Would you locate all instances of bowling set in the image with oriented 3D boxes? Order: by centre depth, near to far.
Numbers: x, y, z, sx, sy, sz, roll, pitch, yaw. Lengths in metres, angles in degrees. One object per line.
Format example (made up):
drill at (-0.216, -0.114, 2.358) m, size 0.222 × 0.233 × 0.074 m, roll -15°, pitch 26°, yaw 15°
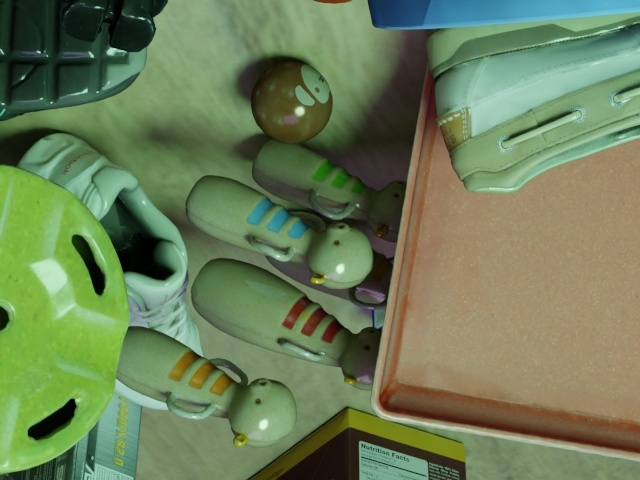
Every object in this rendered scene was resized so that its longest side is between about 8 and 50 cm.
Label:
bowling set at (0.000, 0.000, 1.168) m, size 0.154 × 0.287 × 0.200 m, roll 23°, pitch 122°, yaw 17°

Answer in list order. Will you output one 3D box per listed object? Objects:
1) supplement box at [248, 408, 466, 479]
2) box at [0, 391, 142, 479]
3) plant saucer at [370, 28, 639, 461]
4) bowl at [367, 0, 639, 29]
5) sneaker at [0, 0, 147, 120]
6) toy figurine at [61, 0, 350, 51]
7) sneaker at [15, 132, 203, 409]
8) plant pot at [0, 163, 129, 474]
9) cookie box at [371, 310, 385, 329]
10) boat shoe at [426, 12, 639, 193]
supplement box at (0.027, 0.286, 1.598) m, size 0.129 × 0.194 × 0.191 m, roll 20°, pitch 141°, yaw -26°
box at (-0.209, 0.149, 1.366) m, size 0.056 × 0.231 × 0.183 m, roll 26°, pitch 138°, yaw -31°
plant saucer at (0.168, 0.007, 1.176) m, size 0.259 × 0.258 × 0.048 m, roll 11°, pitch 177°, yaw -14°
bowl at (0.212, -0.161, 0.838) m, size 0.391 × 0.077 × 0.391 m, roll -8°, pitch -171°, yaw 1°
sneaker at (-0.237, -0.115, 1.120) m, size 0.267 × 0.101 × 0.106 m, roll 0°, pitch 164°, yaw 6°
toy figurine at (-0.078, -0.216, 0.911) m, size 0.209 × 0.148 × 0.213 m, roll -12°, pitch 147°, yaw 28°
sneaker at (-0.130, 0.037, 1.243) m, size 0.115 × 0.090 × 0.232 m, roll 18°, pitch 143°, yaw 46°
plant pot at (-0.263, 0.053, 1.125) m, size 0.254 × 0.276 × 0.276 m, roll -7°, pitch 151°, yaw 46°
cookie box at (0.109, 0.061, 1.401) m, size 0.107 × 0.040 × 0.092 m, roll 26°, pitch 138°, yaw -32°
boat shoe at (0.219, -0.096, 1.075) m, size 0.302 × 0.103 × 0.113 m, roll -9°, pitch 172°, yaw 13°
